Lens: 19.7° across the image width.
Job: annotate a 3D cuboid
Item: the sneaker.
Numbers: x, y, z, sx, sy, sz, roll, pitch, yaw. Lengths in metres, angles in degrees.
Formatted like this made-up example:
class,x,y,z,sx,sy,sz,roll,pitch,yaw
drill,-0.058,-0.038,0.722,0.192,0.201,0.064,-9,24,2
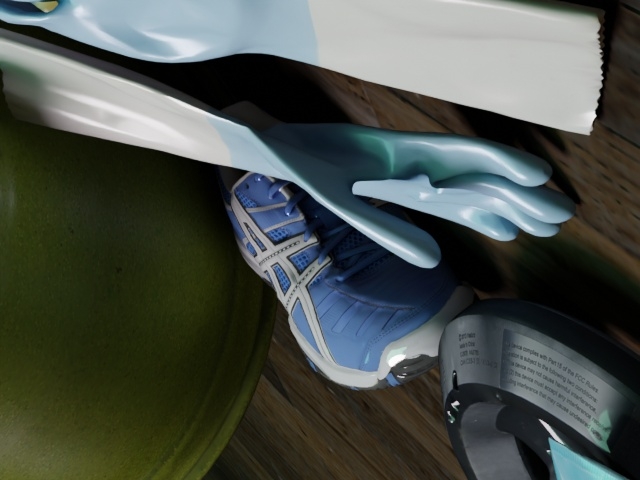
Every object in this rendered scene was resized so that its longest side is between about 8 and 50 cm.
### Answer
class,x,y,z,sx,sy,sz,roll,pitch,yaw
sneaker,0.000,0.000,0.869,0.211,0.080,0.081,37,161,54

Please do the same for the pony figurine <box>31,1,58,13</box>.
class,x,y,z,sx,sy,sz,roll,pitch,yaw
pony figurine,-0.204,-0.246,0.674,0.363,0.303,0.351,44,-178,-20

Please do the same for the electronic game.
class,x,y,z,sx,sy,sz,roll,pitch,yaw
electronic game,0.131,0.115,0.731,0.229,0.048,0.229,44,162,18

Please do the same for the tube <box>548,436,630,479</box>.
class,x,y,z,sx,sy,sz,roll,pitch,yaw
tube,0.128,0.159,0.676,0.080,0.052,0.207,23,144,38

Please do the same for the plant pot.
class,x,y,z,sx,sy,sz,roll,pitch,yaw
plant pot,-0.228,0.003,0.881,0.366,0.366,0.353,54,-176,8

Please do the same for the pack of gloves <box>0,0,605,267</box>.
class,x,y,z,sx,sy,sz,roll,pitch,yaw
pack of gloves,-0.024,-0.041,0.633,0.232,0.046,0.195,13,163,10
